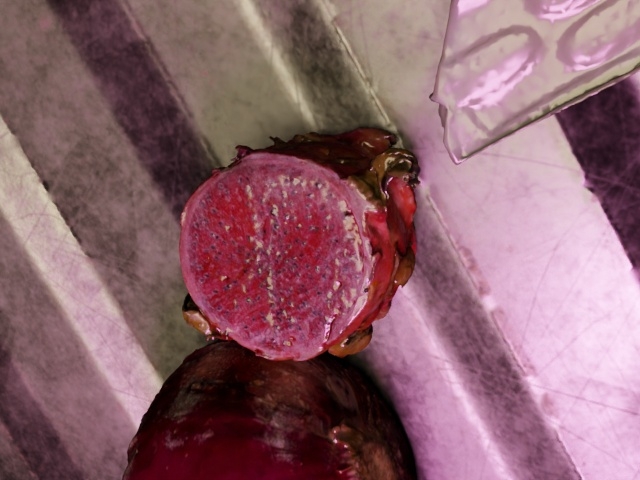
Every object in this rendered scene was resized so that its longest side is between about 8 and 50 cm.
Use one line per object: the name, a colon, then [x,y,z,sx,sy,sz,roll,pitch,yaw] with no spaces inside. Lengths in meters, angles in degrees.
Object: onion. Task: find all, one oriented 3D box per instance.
onion: [-0.067,0.275,0.923,0.282,0.260,0.336,-16,104,32]

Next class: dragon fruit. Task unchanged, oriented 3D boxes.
dragon fruit: [0.000,0.000,0.858,0.282,0.147,0.211,-35,85,26]

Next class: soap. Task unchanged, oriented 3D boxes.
soap: [0.145,-0.233,0.690,0.258,0.159,0.302,-27,97,31]
